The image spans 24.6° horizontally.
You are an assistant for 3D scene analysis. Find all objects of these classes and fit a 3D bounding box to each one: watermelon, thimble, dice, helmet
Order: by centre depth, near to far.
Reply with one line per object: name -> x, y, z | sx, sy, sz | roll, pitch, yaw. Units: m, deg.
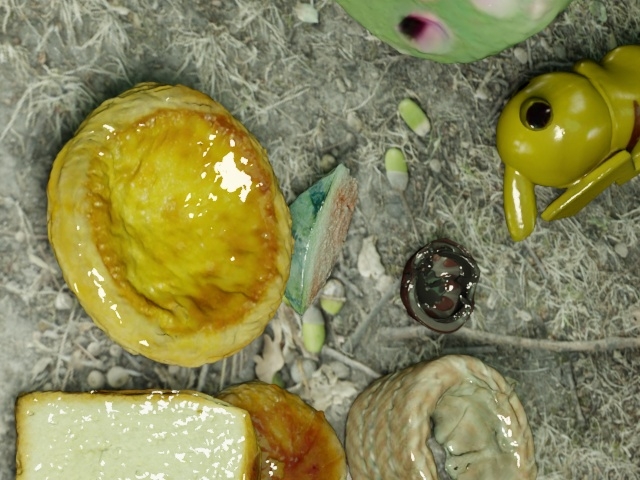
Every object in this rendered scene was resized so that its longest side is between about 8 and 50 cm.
thimble -> 0.143, 0.253, 1.712 | 0.196, 0.148, 0.229 | 4, 72, -32
watermelon -> -0.007, -0.001, 1.742 | 0.094, 0.081, 0.180 | 37, 74, -37
helmet -> 0.139, 0.060, 1.813 | 0.098, 0.070, 0.123 | 28, 69, -17
dice -> 0.182, -0.437, 1.834 | 0.318, 0.330, 0.322 | 38, 57, -20

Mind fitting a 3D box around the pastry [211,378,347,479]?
pastry -> -0.065, 0.253, 1.609 | 0.192, 0.093, 0.182 | 33, 62, -20

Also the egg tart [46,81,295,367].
egg tart -> -0.172, -0.014, 1.601 | 0.319, 0.128, 0.319 | 11, 71, -33

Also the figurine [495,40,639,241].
figurine -> 0.348, -0.143, 1.960 | 0.327, 0.218, 0.169 | -17, 44, -28

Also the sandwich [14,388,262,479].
sandwich -> -0.191, 0.288, 1.462 | 0.254, 0.099, 0.288 | 6, 72, -5
